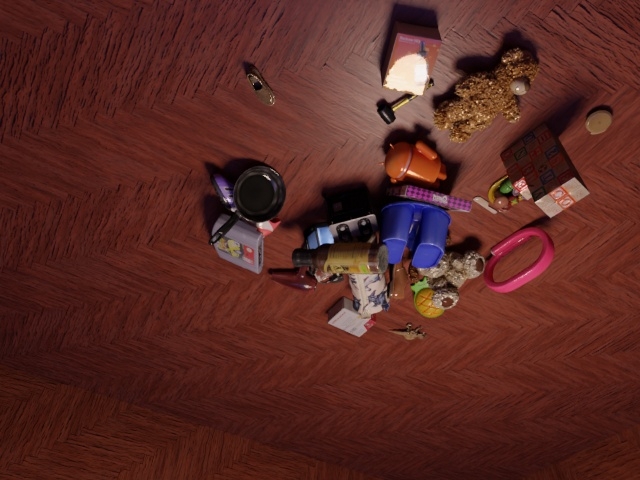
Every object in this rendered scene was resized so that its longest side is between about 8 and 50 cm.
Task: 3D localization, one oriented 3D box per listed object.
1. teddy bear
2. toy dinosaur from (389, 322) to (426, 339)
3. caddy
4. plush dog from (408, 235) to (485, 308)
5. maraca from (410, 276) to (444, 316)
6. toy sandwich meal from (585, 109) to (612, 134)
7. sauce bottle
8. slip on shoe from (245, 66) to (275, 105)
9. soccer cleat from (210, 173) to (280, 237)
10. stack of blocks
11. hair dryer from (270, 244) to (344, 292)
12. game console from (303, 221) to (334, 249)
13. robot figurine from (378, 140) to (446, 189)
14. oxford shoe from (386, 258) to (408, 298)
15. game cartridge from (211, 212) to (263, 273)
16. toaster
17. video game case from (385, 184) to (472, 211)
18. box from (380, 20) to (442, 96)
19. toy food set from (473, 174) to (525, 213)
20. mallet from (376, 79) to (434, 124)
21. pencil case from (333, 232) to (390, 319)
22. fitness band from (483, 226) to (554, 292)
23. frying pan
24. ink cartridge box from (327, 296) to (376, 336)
[{"bbox_3d":[0.498,-0.416,1.588,0.338,0.113,0.245,-23,130,22],"label":"teddy bear"},{"bbox_3d":[0.405,0.423,2.411,0.183,0.053,0.092,10,134,-6],"label":"toy dinosaur"},{"bbox_3d":[0.324,-0.032,1.871,0.241,0.179,0.341,10,161,5],"label":"caddy"},{"bbox_3d":[0.463,0.098,2.051,0.225,0.210,0.262,38,97,-11],"label":"plush dog"},{"bbox_3d":[0.449,0.238,2.212,0.127,0.099,0.185,-20,103,17],"label":"maraca"},{"bbox_3d":[0.873,-0.374,1.665,0.086,0.029,0.085,3,129,4],"label":"toy sandwich meal"},{"bbox_3d":[0.063,0.061,1.845,0.344,0.111,0.111,-1,136,31],"label":"sauce bottle"},{"bbox_3d":[-0.184,-0.464,1.620,0.051,0.041,0.135,-16,130,17],"label":"slip on shoe"},{"bbox_3d":[-0.270,-0.137,1.902,0.116,0.108,0.318,-34,124,6],"label":"soccer cleat"},{"bbox_3d":[0.684,-0.210,1.642,0.087,0.297,0.171,34,125,-26],"label":"stack of blocks"},{"bbox_3d":[-0.069,0.113,2.151,0.294,0.080,0.223,-23,112,16],"label":"hair dryer"},{"bbox_3d":[0.000,0.000,2.007,0.071,0.107,0.122,6,120,34],"label":"game console"},{"bbox_3d":[0.306,-0.248,1.742,0.219,0.128,0.158,19,175,-14],"label":"robot figurine"},{"bbox_3d":[0.307,0.124,2.060,0.076,0.212,0.076,7,177,-2],"label":"oxford shoe"},{"bbox_3d":[-0.309,0.014,1.983,0.196,0.060,0.294,26,152,9],"label":"game cartridge"},{"bbox_3d":[0.105,-0.094,1.872,0.168,0.185,0.110,-14,134,5],"label":"toaster"},{"bbox_3d":[0.362,-0.143,1.797,0.232,0.210,0.041,13,92,-12],"label":"video game case"},{"bbox_3d":[0.255,-0.518,1.516,0.130,0.091,0.170,8,133,-5],"label":"box"},{"bbox_3d":[0.662,-0.153,1.849,0.128,0.071,0.218,35,125,-27],"label":"toy food set"},{"bbox_3d":[0.270,-0.426,1.643,0.190,0.039,0.062,-25,127,18],"label":"mallet"},{"bbox_3d":[0.165,0.114,2.048,0.160,0.183,0.410,-9,131,11],"label":"pencil case"},{"bbox_3d":[0.725,0.071,1.961,0.054,0.209,0.291,32,126,-23],"label":"fitness band"},{"bbox_3d":[-0.242,-0.102,1.842,0.197,0.053,0.326,26,89,-31],"label":"frying pan"},{"bbox_3d":[0.137,0.336,2.328,0.175,0.072,0.127,27,129,-21],"label":"ink cartridge box"}]
